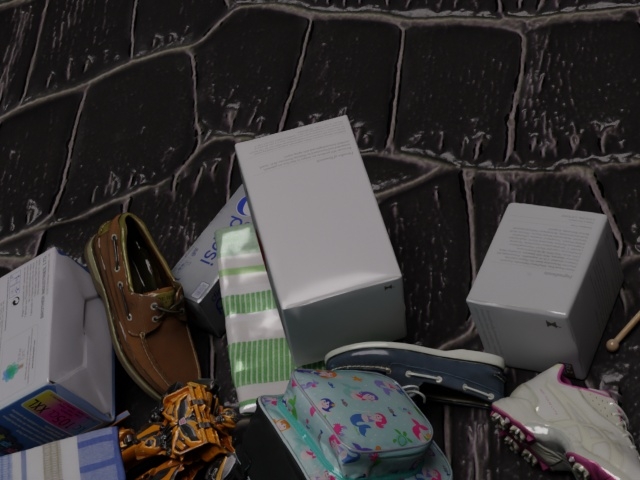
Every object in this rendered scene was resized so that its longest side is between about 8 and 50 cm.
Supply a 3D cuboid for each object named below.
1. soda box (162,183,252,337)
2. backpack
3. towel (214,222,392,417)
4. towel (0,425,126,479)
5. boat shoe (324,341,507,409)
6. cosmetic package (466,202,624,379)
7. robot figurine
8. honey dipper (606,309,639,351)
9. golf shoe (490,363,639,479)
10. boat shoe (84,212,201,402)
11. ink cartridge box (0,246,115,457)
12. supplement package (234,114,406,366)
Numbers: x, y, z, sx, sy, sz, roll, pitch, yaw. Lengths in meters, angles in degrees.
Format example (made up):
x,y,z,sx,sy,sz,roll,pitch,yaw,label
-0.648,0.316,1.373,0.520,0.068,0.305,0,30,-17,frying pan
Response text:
x,y,z,sx,sy,sz,roll,pitch,yaw,label
-0.124,0.009,2.314,0.091,0.098,0.286,21,61,35,soda box
0.044,0.283,1.898,0.191,0.253,0.225,-62,40,20,backpack
-0.022,0.102,2.161,0.248,0.038,0.325,-9,59,0,towel
-0.394,0.350,1.934,0.285,0.034,0.209,-16,32,-5,towel
0.131,0.195,2.024,0.254,0.095,0.079,6,66,-5,boat shoe
0.317,0.069,2.036,0.151,0.151,0.184,9,54,30,cosmetic package
-0.243,0.315,2.079,0.291,0.085,0.211,-33,49,13,robot figurine
0.454,0.096,2.042,0.160,0.030,0.030,-44,49,-12,honey dipper
0.362,0.261,1.882,0.140,0.115,0.306,-40,49,-18,golf shoe
-0.259,0.104,2.192,0.110,0.104,0.307,-19,75,-46,boat shoe
-0.507,0.220,2.219,0.395,0.151,0.270,-27,44,21,ink cartridge box
0.000,0.000,2.098,0.175,0.177,0.293,-15,57,-4,supplement package
